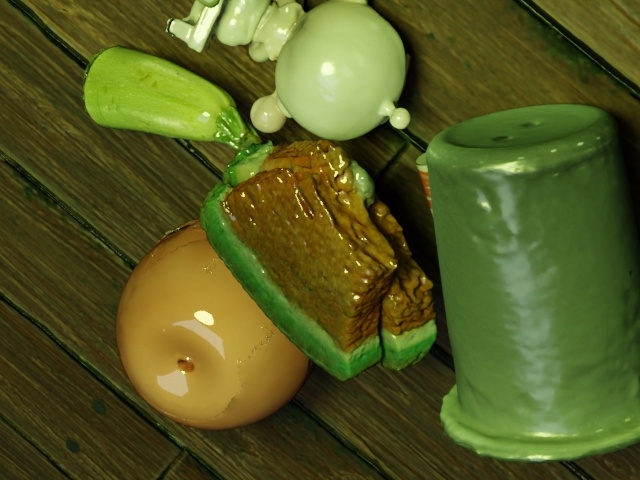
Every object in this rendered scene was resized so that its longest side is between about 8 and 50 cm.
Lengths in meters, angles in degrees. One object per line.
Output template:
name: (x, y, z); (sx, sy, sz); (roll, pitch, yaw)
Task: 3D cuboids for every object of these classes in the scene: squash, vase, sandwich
squash: (-0.147, -0.137, 1.426); (0.224, 0.094, 0.094); (21, 127, 36)
vase: (0.215, 0.029, 1.280); (0.245, 0.245, 0.291); (1, 109, 29)
sandwich: (0.002, 0.012, 1.337); (0.292, 0.109, 0.212); (58, 149, -2)

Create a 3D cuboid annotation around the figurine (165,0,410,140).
figurine: (-0.012, -0.197, 1.328); (0.256, 0.182, 0.144); (30, 171, 3)

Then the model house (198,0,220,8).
model house: (-0.144, -0.314, 1.202); (0.214, 0.195, 0.189); (0, 117, 3)

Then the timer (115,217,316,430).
timer: (-0.107, 0.089, 1.497); (0.229, 0.215, 0.230); (10, 120, 18)

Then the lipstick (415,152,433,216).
lipstick: (0.134, -0.028, 1.397); (0.038, 0.038, 0.131); (-7, 114, 33)
